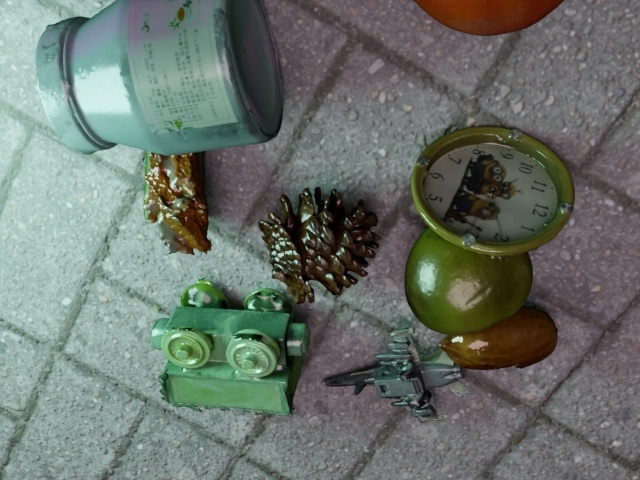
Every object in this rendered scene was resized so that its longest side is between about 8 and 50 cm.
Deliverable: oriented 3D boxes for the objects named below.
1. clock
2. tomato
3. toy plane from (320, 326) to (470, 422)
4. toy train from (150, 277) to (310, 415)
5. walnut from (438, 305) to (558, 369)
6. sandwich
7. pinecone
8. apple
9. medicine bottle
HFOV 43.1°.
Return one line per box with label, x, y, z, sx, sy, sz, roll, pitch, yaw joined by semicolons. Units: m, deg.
clock;0.245;-0.066;1.172;0.237;0.237;0.057;8;144;7
tomato;0.217;-0.387;1.012;0.255;0.224;0.256;5;112;12
toy plane;0.118;0.241;1.390;0.262;0.088;0.192;-14;112;16
toy train;-0.151;0.187;1.383;0.271;0.159;0.188;2;124;9
walnut;0.284;0.157;1.293;0.207;0.116;0.116;-5;116;-18
sandwich;-0.229;-0.080;1.272;0.109;0.160;0.185;-2;123;-9
pinecone;-0.002;0.002;1.268;0.195;0.150;0.179;-19;109;17
apple;0.220;0.049;1.228;0.196;0.196;0.157;-9;115;14
medicine bottle;-0.224;-0.237;1.153;0.290;0.245;0.245;-8;112;14
